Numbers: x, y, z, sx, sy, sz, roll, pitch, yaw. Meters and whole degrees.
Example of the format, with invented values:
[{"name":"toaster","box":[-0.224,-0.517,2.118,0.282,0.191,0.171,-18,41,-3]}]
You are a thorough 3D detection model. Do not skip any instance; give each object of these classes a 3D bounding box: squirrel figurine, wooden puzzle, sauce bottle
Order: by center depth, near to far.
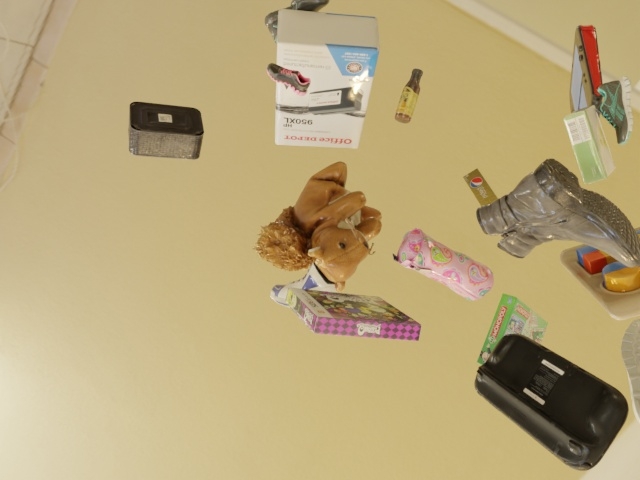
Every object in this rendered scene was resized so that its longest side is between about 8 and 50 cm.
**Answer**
[{"name":"sauce bottle","box":[0.212,-0.344,1.238,0.042,0.042,0.128,75,32,-83]},{"name":"wooden puzzle","box":[0.892,0.059,1.464,0.322,0.080,0.347,-18,-156,9]},{"name":"squirrel figurine","box":[0.000,0.000,1.661,0.397,0.281,0.370,-20,-140,16]}]

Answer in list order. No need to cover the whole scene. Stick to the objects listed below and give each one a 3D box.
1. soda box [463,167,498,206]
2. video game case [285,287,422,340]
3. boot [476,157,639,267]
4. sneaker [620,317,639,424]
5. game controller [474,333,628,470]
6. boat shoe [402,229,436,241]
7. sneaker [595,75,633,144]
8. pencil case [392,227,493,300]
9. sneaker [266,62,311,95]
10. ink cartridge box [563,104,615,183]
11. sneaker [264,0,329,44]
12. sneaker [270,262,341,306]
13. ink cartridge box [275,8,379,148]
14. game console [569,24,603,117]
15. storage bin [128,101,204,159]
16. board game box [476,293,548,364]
[{"name":"soda box","box":[0.574,-0.171,1.843,0.061,0.058,0.181,-33,-136,17]},{"name":"video game case","box":[0.063,0.155,1.112,0.210,0.232,0.041,-149,-111,-69]},{"name":"boot","box":[0.544,-0.021,1.196,0.223,0.338,0.118,-45,-171,42]},{"name":"sneaker","box":[0.672,0.276,1.075,0.095,0.090,0.234,48,50,-48]},{"name":"game controller","box":[0.443,0.305,1.043,0.166,0.067,0.319,-50,-153,-3]},{"name":"boat shoe","box":[0.404,0.076,1.815,0.109,0.302,0.094,-48,-179,9]},{"name":"sneaker","box":[0.714,-0.312,1.273,0.065,0.076,0.166,18,71,-68]},{"name":"pencil case","box":[0.352,0.074,1.485,0.124,0.284,0.124,-50,-155,33]},{"name":"sneaker","box":[-0.076,-0.413,1.305,0.057,0.119,0.047,-34,-145,57]},{"name":"ink cartridge box","box":[0.684,-0.251,1.305,0.056,0.171,0.235,-16,-173,43]},{"name":"sneaker","box":[-0.060,-0.664,1.569,0.101,0.106,0.267,-22,-168,-37]},{"name":"sneaker","box":[-0.026,0.158,1.830,0.128,0.316,0.182,14,86,-43]},{"name":"ink cartridge box","box":[0.006,-0.478,1.606,0.394,0.286,0.166,99,-7,-56]},{"name":"game console","box":[0.889,-0.484,1.757,0.386,0.060,0.341,55,39,-55]},{"name":"storage bin","box":[-0.404,-0.286,1.360,0.084,0.180,0.122,115,-33,-44]},{"name":"board game box","box":[0.587,0.304,1.571,0.317,0.046,0.213,31,79,-46]}]
